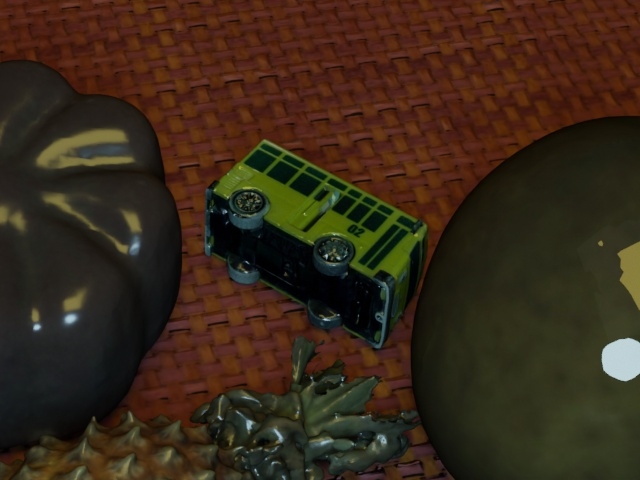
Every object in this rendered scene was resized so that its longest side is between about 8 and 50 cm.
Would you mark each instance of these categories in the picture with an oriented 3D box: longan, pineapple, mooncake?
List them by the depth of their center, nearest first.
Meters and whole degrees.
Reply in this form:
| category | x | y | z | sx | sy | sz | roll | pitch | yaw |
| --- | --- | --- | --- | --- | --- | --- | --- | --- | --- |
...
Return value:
| category | x | y | z | sx | sy | sz | roll | pitch | yaw |
| --- | --- | --- | --- | --- | --- | --- | --- | --- | --- |
| pineapple | -0.079 | 0.179 | 1.221 | 0.361 | 0.175 | 0.175 | -18 | 52 | -39 |
| longan | 0.218 | 0.063 | 1.254 | 0.319 | 0.319 | 0.319 | 3 | 49 | -3 |
| mooncake | -0.243 | 0.003 | 1.351 | 0.306 | 0.154 | 0.306 | 4 | 51 | -5 |

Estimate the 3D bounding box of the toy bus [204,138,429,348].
| category | x | y | z | sx | sy | sz | roll | pitch | yaw |
| --- | --- | --- | --- | --- | --- | --- | --- | --- | --- |
| toy bus | 0.000 | 0.000 | 1.415 | 0.175 | 0.088 | 0.101 | 28 | 51 | 20 |
